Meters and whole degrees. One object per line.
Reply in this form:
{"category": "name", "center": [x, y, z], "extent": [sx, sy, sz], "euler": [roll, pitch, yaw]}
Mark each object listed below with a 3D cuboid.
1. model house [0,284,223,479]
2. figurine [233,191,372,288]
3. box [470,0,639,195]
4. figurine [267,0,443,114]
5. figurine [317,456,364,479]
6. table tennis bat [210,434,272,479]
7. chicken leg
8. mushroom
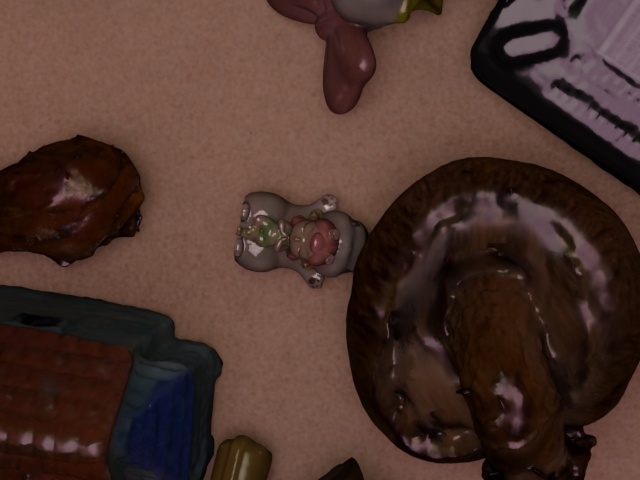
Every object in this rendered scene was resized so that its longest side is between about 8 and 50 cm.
{"category": "model house", "center": [-0.262, 0.176, 1.476], "extent": [0.295, 0.329, 0.252], "euler": [9, 92, 7]}
{"category": "figurine", "center": [-0.003, 0.010, 1.554], "extent": [0.146, 0.098, 0.081], "euler": [12, 114, 2]}
{"category": "box", "center": [0.310, -0.193, 1.518], "extent": [0.289, 0.073, 0.290], "euler": [35, 97, 2]}
{"category": "figurine", "center": [0.106, -0.272, 1.430], "extent": [0.193, 0.421, 0.154], "euler": [-17, 70, -33]}
{"category": "figurine", "center": [0.016, 0.305, 1.497], "extent": [0.177, 0.247, 0.173], "euler": [-34, 94, 7]}
{"category": "table tennis bat", "center": [-0.107, 0.328, 1.557], "extent": [0.050, 0.198, 0.321], "euler": [9, 73, 23]}
{"category": "chicken leg", "center": [-0.305, -0.014, 1.590], "extent": [0.304, 0.093, 0.113], "euler": [-14, 104, 11]}
{"category": "mushroom", "center": [0.151, 0.082, 1.493], "extent": [0.263, 0.195, 0.283], "euler": [-8, 77, 14]}
